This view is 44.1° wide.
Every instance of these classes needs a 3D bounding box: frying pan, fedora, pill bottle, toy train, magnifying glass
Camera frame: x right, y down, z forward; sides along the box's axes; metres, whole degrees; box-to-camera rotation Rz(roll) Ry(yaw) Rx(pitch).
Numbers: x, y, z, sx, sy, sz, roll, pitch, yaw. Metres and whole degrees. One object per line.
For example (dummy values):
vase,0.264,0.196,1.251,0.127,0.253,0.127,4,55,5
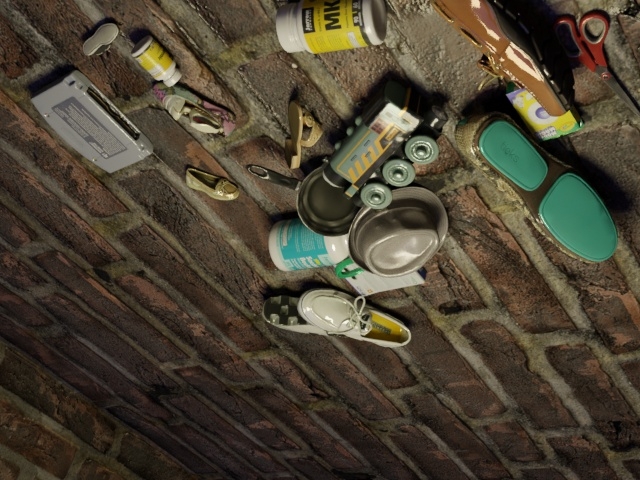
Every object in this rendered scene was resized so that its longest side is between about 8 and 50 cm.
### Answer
frying pan,-0.029,-0.104,2.016,0.326,0.053,0.197,0,111,-9
fedora,0.207,0.001,2.009,0.276,0.124,0.243,-18,119,1
pill bottle,-0.383,-0.419,1.855,0.065,0.065,0.116,-18,131,35
toy train,0.145,-0.216,1.844,0.190,0.142,0.334,34,130,-13
pill bottle,0.022,-0.450,1.627,0.209,0.119,0.119,-3,138,22
magnifying glass,0.149,0.049,2.138,0.231,0.026,0.092,-17,155,-6
pill bottle,0.000,0.000,2.164,0.264,0.146,0.146,-9,135,29

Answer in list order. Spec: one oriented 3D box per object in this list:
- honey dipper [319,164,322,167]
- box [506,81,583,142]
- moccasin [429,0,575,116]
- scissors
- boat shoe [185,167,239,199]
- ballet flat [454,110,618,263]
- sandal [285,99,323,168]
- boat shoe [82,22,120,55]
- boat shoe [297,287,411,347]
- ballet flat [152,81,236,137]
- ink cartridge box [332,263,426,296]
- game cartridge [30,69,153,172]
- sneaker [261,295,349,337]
honey dipper,0.048,-0.213,1.985,0.030,0.030,0.161,36,142,-23
box,0.492,-0.285,1.725,0.105,0.043,0.179,-18,132,36
moccasin,0.361,-0.385,1.567,0.380,0.139,0.147,37,143,-20
scissors,0.572,-0.352,1.635,0.109,0.021,0.297,-14,134,30
boat shoe,-0.295,-0.155,2.156,0.153,0.056,0.048,22,147,5
ballet flat,0.492,-0.132,1.826,0.483,0.164,0.182,38,-179,-20
sandal,-0.035,-0.265,1.931,0.079,0.088,0.240,-12,152,-15
boat shoe,-0.508,-0.471,1.858,0.125,0.038,0.046,-27,83,35
boat shoe,0.114,0.242,2.382,0.367,0.135,0.156,25,169,-18
ballet flat,-0.316,-0.317,1.944,0.222,0.079,0.077,25,142,-10
ink cartridge box,0.155,0.064,2.268,0.224,0.045,0.223,-16,132,35
game cartridge,-0.606,-0.306,2.085,0.196,0.060,0.294,-18,130,31
sneaker,-0.023,0.241,2.508,0.331,0.122,0.146,12,165,-6
